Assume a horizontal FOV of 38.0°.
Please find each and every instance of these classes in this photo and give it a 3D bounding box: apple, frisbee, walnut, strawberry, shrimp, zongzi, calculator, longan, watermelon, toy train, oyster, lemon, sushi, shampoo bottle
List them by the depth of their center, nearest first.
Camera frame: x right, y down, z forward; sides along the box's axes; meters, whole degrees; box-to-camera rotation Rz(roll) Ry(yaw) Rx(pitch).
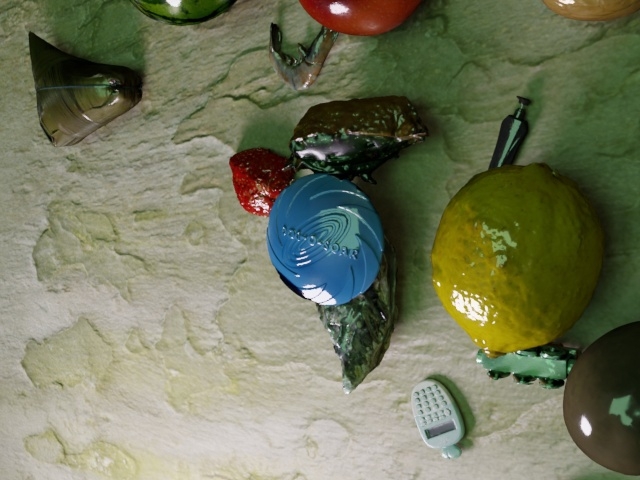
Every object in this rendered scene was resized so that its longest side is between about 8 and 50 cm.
[{"bbox_3d":[0.424,-0.413,1.392,0.197,0.165,0.165,-1,96,28],"label":"walnut"},{"bbox_3d":[0.484,0.232,1.399,0.248,0.248,0.248,5,99,35],"label":"longan"},{"bbox_3d":[0.307,0.028,1.474,0.268,0.268,0.322,30,111,29],"label":"lemon"},{"bbox_3d":[0.354,0.194,1.553,0.175,0.118,0.074,3,104,31],"label":"toy train"},{"bbox_3d":[0.322,-0.176,1.575,0.048,0.027,0.137,29,112,27],"label":"shampoo bottle"},{"bbox_3d":[0.072,-0.483,1.602,0.260,0.216,0.261,7,103,33],"label":"apple"},{"bbox_3d":[0.000,0.000,1.666,0.242,0.045,0.242,5,99,30],"label":"frisbee"},{"bbox_3d":[0.072,-0.176,1.688,0.287,0.149,0.140,-1,62,20],"label":"sushi"},{"bbox_3d":[0.219,0.331,1.720,0.095,0.021,0.153,-30,78,35],"label":"calculator"},{"bbox_3d":[0.061,0.109,1.739,0.162,0.158,0.351,156,114,-70],"label":"oyster"},{"bbox_3d":[-0.266,-0.557,1.792,0.285,0.285,0.285,5,99,35],"label":"watermelon"},{"bbox_3d":[-0.037,-0.395,1.804,0.148,0.035,0.195,48,122,24],"label":"shrimp"},{"bbox_3d":[-0.130,-0.126,1.885,0.187,0.082,0.147,41,111,30],"label":"strawberry"},{"bbox_3d":[-0.555,-0.394,2.116,0.286,0.138,0.300,-24,80,33],"label":"zongzi"}]
